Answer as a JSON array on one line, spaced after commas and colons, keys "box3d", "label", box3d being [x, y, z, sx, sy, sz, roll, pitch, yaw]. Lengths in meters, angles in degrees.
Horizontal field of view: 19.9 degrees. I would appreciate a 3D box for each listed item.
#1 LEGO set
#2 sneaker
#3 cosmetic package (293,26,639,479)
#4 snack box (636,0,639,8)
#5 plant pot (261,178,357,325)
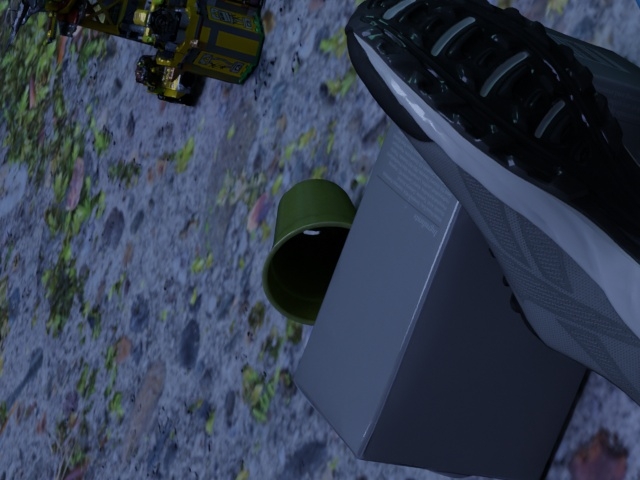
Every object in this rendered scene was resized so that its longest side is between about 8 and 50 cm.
[{"box3d": [-0.150, -0.283, 1.442, 0.255, 0.192, 0.331, 33, 109, 59], "label": "LEGO set"}, {"box3d": [0.108, -0.010, 0.866, 0.100, 0.271, 0.108, -43, -3, -44], "label": "sneaker"}, {"box3d": [0.091, 0.005, 0.990, 0.238, 0.127, 0.107, -66, 31, 16], "label": "cosmetic package"}, {"box3d": [0.207, -0.104, 0.806, 0.187, 0.060, 0.322, 81, 174, -49], "label": "snack box"}, {"box3d": [0.000, 0.000, 1.207, 0.083, 0.083, 0.079, -59, 22, 29], "label": "plant pot"}]
